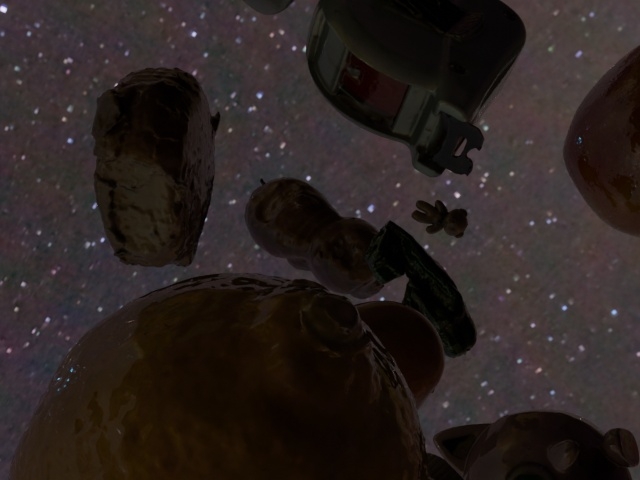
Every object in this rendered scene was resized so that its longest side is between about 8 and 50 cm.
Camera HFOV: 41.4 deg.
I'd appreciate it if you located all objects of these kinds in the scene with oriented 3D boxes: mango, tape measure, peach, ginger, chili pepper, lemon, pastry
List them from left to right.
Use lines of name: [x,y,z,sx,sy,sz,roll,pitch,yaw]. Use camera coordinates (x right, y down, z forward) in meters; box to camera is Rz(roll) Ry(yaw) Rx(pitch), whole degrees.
pastry: [-0.172,-0.081,0.906,0.100,0.229,0.218,4,-116,4]
lemon: [-0.048,0.114,0.399,0.188,0.257,0.188,19,-137,-18]
ginger: [-0.009,-0.007,1.651,0.357,0.152,0.274,32,178,20]
mango: [0.044,0.177,1.159,0.139,0.254,0.175,-51,-53,-78]
tape measure: [0.110,-0.214,0.957,0.246,0.125,0.243,31,-135,7]
chili pepper: [0.174,0.081,1.405,0.099,0.083,0.253,-39,-90,-23]
peach: [0.517,-0.149,1.250,0.308,0.332,0.308,16,-117,-36]

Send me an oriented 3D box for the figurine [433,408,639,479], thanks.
figurine: [0.156,0.179,0.586,0.125,0.138,0.125,41,-139,-50]

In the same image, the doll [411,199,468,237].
doll: [0.210,-0.038,1.487,0.093,0.061,0.051,21,-175,35]

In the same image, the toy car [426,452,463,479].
toy car: [0.161,0.421,1.285,0.145,0.235,0.235,-30,-104,-39]

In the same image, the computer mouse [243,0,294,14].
computer mouse: [-0.080,-0.364,0.942,0.079,0.128,0.231,-19,-99,-40]
